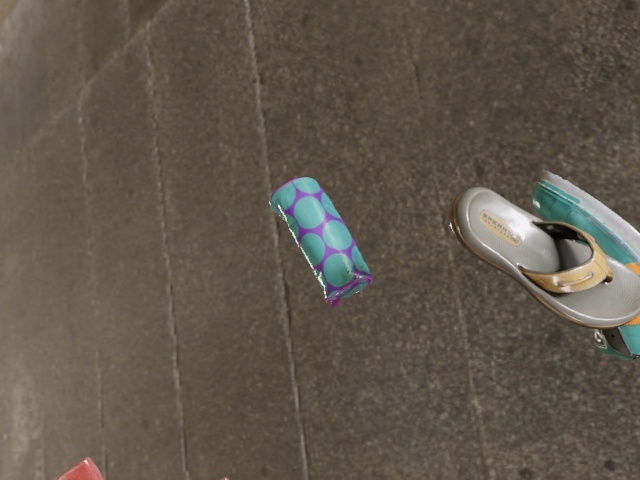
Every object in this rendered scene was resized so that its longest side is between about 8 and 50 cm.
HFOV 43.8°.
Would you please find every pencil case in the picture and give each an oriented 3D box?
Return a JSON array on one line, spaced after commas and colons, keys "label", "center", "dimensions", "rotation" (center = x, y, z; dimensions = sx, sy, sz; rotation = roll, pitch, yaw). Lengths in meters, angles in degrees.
[{"label": "pencil case", "center": [0.000, 0.000, 0.958], "dimensions": [0.070, 0.064, 0.152], "rotation": [-40, 73, 39]}]

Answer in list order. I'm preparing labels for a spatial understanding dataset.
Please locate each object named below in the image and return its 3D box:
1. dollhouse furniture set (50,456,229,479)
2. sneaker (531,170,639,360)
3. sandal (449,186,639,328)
[{"label": "dollhouse furniture set", "center": [-0.199, 0.384, 0.997], "dimensions": [0.152, 0.374, 0.201], "rotation": [-28, 44, 4]}, {"label": "sneaker", "center": [0.326, 0.059, 0.868], "dimensions": [0.302, 0.108, 0.121], "rotation": [45, 103, 4]}, {"label": "sandal", "center": [0.226, 0.011, 0.759], "dimensions": [0.090, 0.219, 0.060], "rotation": [-62, 10, -31]}]
